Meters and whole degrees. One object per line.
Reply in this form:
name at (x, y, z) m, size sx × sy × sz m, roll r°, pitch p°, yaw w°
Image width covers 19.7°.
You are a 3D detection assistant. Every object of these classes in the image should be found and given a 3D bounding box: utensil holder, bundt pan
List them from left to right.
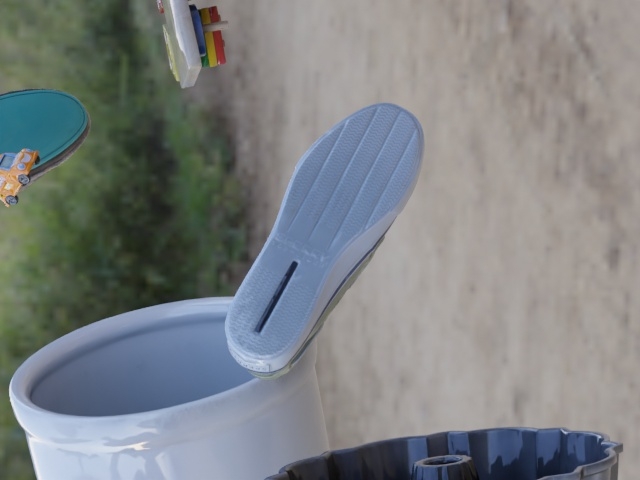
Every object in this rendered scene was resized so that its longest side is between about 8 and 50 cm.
utensil holder at (-0.135, 0.298, 1.996) m, size 0.327 × 0.327 × 0.385 m, roll -125°, pitch 24°, yaw -72°
bundt pan at (0.118, 0.261, 1.688) m, size 0.331 × 0.331 × 0.124 m, roll -167°, pitch 70°, yaw -78°

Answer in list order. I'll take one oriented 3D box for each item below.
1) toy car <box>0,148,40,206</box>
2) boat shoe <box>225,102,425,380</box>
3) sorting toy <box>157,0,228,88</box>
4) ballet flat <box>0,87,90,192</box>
toy car at (-0.300, -0.033, 1.681) m, size 0.060 × 0.040 × 0.122 m, roll -45°, pitch 19°, yaw 57°
boat shoe at (0.000, 0.000, 1.787) m, size 0.302 × 0.109 × 0.094 m, roll -55°, pitch -11°, yaw -16°
sorting toy at (-0.114, -0.211, 1.646) m, size 0.274 × 0.046 × 0.132 m, roll 155°, pitch 102°, yaw -82°
ballet flat at (-0.391, -0.071, 1.965) m, size 0.107 × 0.316 × 0.106 m, roll 57°, pitch 149°, yaw 10°
